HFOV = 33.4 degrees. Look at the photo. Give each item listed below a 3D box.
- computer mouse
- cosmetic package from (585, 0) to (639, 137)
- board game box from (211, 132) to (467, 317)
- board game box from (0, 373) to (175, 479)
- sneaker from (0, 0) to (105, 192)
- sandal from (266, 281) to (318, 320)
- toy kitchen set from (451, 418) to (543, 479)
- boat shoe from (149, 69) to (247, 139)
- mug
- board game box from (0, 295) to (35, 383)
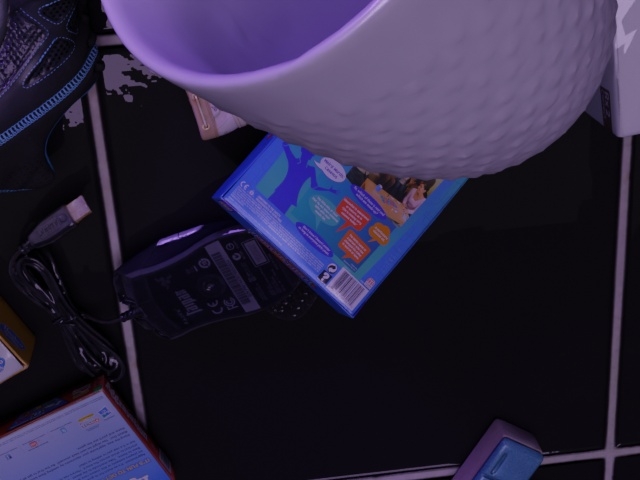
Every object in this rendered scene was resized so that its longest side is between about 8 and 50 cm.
[{"bbox_3d":[-0.155,0.014,0.996,0.262,0.060,0.184,-26,118,17],"label":"computer mouse"},{"bbox_3d":[0.308,-0.195,0.909,0.183,0.151,0.151,-12,113,-2],"label":"cosmetic package"},{"bbox_3d":[0.033,-0.063,0.943,0.160,0.047,0.210,43,81,-13],"label":"board game box"},{"bbox_3d":[-0.305,0.248,1.078,0.281,0.027,0.145,-25,120,6],"label":"board game box"},{"bbox_3d":[-0.242,-0.197,0.881,0.139,0.125,0.341,13,111,-41],"label":"sneaker"},{"bbox_3d":[0.000,0.000,1.021,0.067,0.040,0.179,30,117,-13],"label":"sandal"},{"bbox_3d":[0.254,0.311,1.110,0.207,0.166,0.122,25,108,-17],"label":"toy kitchen set"},{"bbox_3d":[-0.122,-0.159,0.921,0.059,0.063,0.170,-31,114,0],"label":"boat shoe"},{"bbox_3d":[0.025,-0.199,0.763,0.328,0.374,0.276,22,96,-53],"label":"mug"},{"bbox_3d":[-0.454,0.047,0.968,0.242,0.064,0.316,-31,113,7],"label":"board game box"}]
